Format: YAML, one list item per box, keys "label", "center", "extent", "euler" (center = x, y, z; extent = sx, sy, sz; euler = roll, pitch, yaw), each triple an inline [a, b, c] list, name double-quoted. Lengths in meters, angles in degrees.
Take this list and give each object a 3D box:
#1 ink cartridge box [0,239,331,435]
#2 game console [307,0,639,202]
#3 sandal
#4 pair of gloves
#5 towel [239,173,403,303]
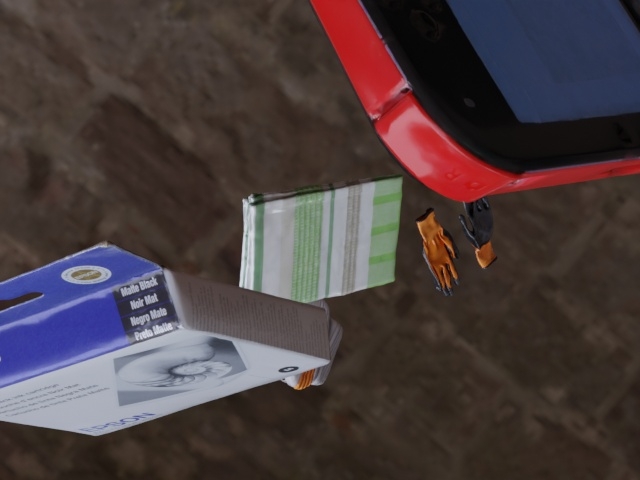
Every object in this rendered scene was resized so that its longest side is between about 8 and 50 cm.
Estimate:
- label: "ink cartridge box"
  center: [-0.143, 0.074, 1.055]
  extent: [0.224, 0.223, 0.045]
  euler: [20, -123, -52]
- label: "game console"
  center: [0.112, -0.190, 1.082]
  extent: [0.386, 0.060, 0.342]
  euler: [-9, -111, -52]
- label: "sandal"
  center: [-0.034, 0.115, 1.821]
  extent: [0.076, 0.102, 0.265]
  euler: [17, 172, 10]
- label: "pair of gloves"
  center: [0.107, -0.002, 1.241]
  extent: [0.010, 0.083, 0.074]
  euler: [5, 121, 44]
- label: "towel"
  center: [0.000, 0.000, 1.408]
  extent: [0.152, 0.113, 0.023]
  euler: [-10, -148, -27]
